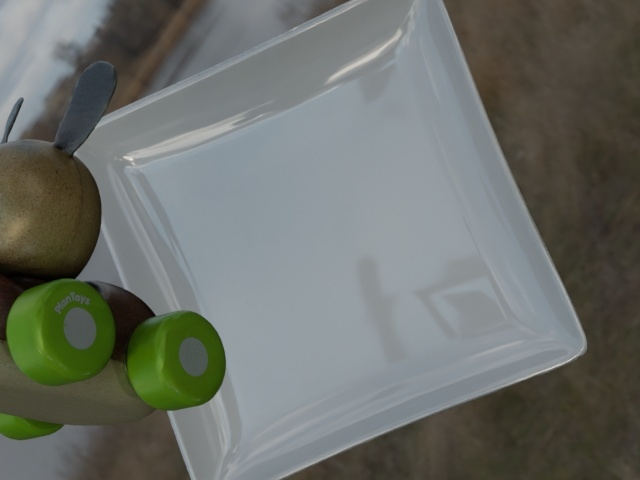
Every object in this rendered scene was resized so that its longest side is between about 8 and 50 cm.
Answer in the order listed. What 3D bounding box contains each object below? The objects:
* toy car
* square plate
[{"bbox_3d":[-0.147,0.001,0.849,0.155,0.149,0.188,-15,66,40],"label":"toy car"},{"bbox_3d":[0.000,0.000,1.291,0.344,0.347,0.049,-24,-11,10],"label":"square plate"}]
